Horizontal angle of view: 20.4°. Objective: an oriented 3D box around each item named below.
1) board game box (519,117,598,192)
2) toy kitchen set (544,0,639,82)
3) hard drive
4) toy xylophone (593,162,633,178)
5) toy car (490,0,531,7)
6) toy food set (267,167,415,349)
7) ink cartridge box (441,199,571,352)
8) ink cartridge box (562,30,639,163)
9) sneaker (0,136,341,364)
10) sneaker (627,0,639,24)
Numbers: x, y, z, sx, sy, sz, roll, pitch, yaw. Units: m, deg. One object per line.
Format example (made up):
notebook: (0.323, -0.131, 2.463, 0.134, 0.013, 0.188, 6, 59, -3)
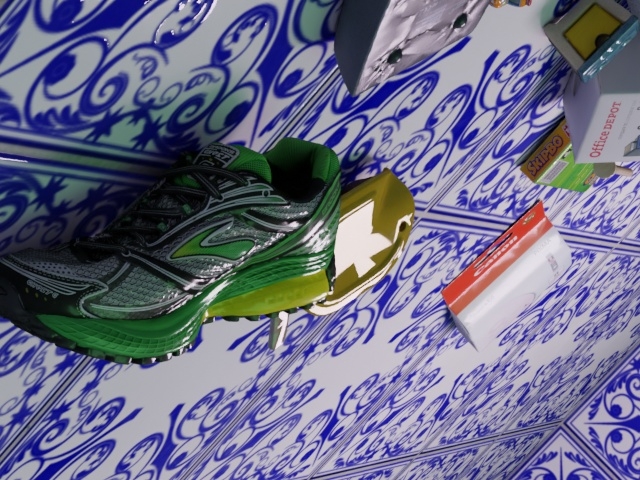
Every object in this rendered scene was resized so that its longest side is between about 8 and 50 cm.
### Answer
board game box: (0.335, -0.118, 2.236, 0.124, 0.039, 0.259, -49, 160, 14)
toy kitchen set: (0.306, -0.240, 1.740, 0.166, 0.122, 0.207, -45, 163, 2)
hard drive: (0.100, -0.236, 1.398, 0.172, 0.054, 0.254, -32, 159, -35)
toy xylophone: (0.451, -0.166, 2.239, 0.236, 0.081, 0.323, -64, 160, 15)
toy car: (0.187, -0.251, 1.583, 0.060, 0.040, 0.122, -33, 160, -32)
toy food set: (0.000, 0.000, 1.724, 0.218, 0.071, 0.128, -31, 135, -41)
ink cartridge box: (0.258, 0.053, 2.434, 0.189, 0.066, 0.232, -43, 167, -3)
ink cartridge box: (0.392, -0.163, 1.989, 0.212, 0.093, 0.154, -1, 151, -6)
sneaker: (-0.118, -0.006, 1.380, 0.343, 0.134, 0.146, -19, 125, -46)
sneaker: (0.463, -0.268, 1.860, 0.153, 0.269, 0.101, -44, 132, -25)
